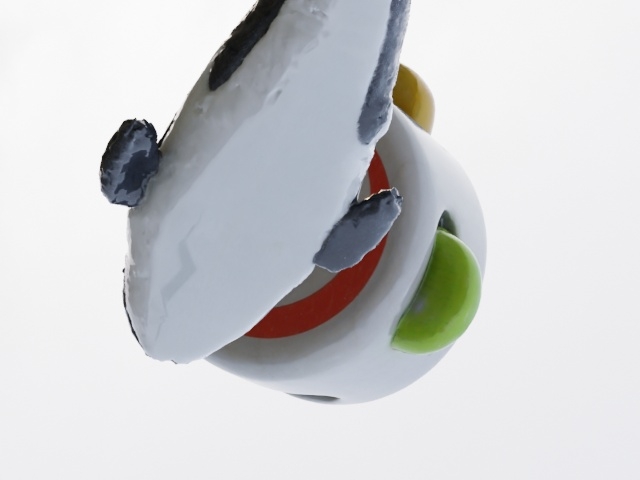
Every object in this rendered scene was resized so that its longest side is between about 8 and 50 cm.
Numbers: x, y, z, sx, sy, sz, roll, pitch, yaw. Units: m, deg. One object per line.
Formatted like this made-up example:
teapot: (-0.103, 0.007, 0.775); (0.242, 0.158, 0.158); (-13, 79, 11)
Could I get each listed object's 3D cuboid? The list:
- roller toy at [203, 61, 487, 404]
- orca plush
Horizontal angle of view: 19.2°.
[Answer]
roller toy: (0.000, 0.000, 1.175); (0.191, 0.146, 0.209); (-25, -112, 16)
orca plush: (-0.036, -0.078, 0.906); (0.102, 0.151, 0.287); (-111, -156, -49)
